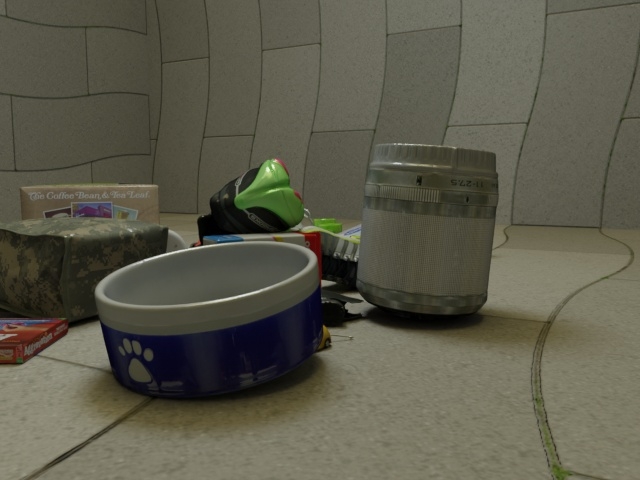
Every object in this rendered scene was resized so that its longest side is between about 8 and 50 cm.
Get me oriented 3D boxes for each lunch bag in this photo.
[{"bbox_3d":[-0.461,0.038,1.026,0.287,0.168,0.235,8,9,26],"label":"lunch bag"}]

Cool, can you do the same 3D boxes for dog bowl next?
[{"bbox_3d":[-0.130,0.083,0.704,0.265,0.104,0.265,-5,14,1],"label":"dog bowl"}]

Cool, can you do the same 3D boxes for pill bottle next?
[{"bbox_3d":[-0.400,0.023,1.370,0.121,0.121,0.221,-3,7,-27],"label":"pill bottle"}]

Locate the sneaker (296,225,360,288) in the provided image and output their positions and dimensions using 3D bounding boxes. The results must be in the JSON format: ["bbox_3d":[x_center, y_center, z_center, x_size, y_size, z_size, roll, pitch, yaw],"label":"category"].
[{"bbox_3d":[0.041,0.043,1.181,0.300,0.111,0.121,1,23,-46],"label":"sneaker"}]

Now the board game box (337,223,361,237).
[{"bbox_3d":[0.257,-0.022,1.692,0.319,0.065,0.318,-23,19,-34],"label":"board game box"}]

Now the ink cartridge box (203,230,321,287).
[{"bbox_3d":[-0.083,0.054,1.010,0.231,0.134,0.078,-4,6,-29],"label":"ink cartridge box"}]

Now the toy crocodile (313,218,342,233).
[{"bbox_3d":[0.000,0.000,1.612,0.105,0.115,0.340,-1,6,-5],"label":"toy crocodile"}]

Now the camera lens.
[{"bbox_3d":[0.177,-0.015,0.961,0.220,0.274,0.219,4,6,0],"label":"camera lens"}]

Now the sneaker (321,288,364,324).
[{"bbox_3d":[-0.015,0.107,0.934,0.170,0.051,0.089,5,6,4],"label":"sneaker"}]

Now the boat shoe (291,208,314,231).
[{"bbox_3d":[-0.108,-0.062,1.791,0.367,0.156,0.136,9,8,-42],"label":"boat shoe"}]

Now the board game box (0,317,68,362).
[{"bbox_3d":[-0.514,0.134,0.777,0.282,0.027,0.145,0,7,-2],"label":"board game box"}]

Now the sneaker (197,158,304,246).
[{"bbox_3d":[-0.166,-0.035,1.239,0.202,0.185,0.483,-20,-14,-13],"label":"sneaker"}]

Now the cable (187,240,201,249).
[{"bbox_3d":[-0.358,0.019,1.621,0.140,0.072,0.287,7,8,29],"label":"cable"}]

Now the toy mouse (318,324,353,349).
[{"bbox_3d":[-0.058,0.128,0.807,0.143,0.031,0.161,5,8,39],"label":"toy mouse"}]

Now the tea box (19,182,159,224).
[{"bbox_3d":[-0.618,-0.048,1.578,0.329,0.219,0.323,-2,6,-17],"label":"tea box"}]
